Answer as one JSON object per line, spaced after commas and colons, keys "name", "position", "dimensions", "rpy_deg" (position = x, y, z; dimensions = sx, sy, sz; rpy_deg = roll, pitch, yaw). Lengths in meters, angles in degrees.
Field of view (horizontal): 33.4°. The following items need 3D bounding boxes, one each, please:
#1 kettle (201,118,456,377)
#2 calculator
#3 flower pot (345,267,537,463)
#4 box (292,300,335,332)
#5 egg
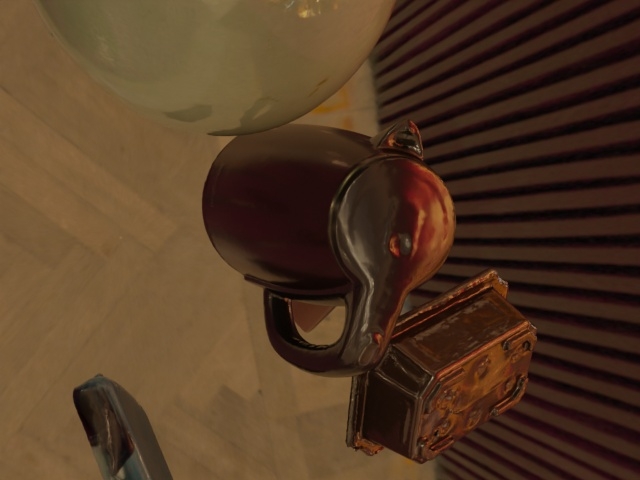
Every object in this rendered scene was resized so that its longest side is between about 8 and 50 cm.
{"name": "kettle", "position": [0.000, 0.000, 0.848], "dimensions": [0.144, 0.232, 0.202], "rpy_deg": [19, 88, -24]}
{"name": "calculator", "position": [-0.190, 0.270, 1.151], "dimensions": [0.051, 0.173, 0.293], "rpy_deg": [-26, 67, -3]}
{"name": "flower pot", "position": [0.147, 0.150, 1.170], "dimensions": [0.250, 0.084, 0.179], "rpy_deg": [-24, 132, -37]}
{"name": "box", "position": [-0.003, 0.058, 1.141], "dimensions": [0.048, 0.115, 0.025], "rpy_deg": [48, 56, 6]}
{"name": "egg", "position": [-0.062, -0.195, 0.589], "dimensions": [0.229, 0.371, 0.230], "rpy_deg": [0, 69, 0]}
